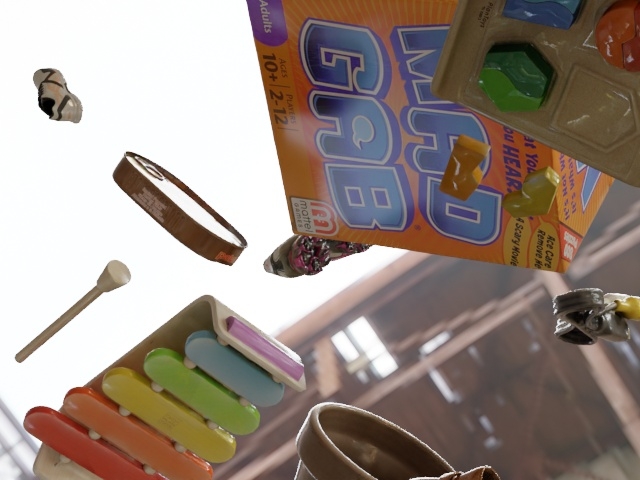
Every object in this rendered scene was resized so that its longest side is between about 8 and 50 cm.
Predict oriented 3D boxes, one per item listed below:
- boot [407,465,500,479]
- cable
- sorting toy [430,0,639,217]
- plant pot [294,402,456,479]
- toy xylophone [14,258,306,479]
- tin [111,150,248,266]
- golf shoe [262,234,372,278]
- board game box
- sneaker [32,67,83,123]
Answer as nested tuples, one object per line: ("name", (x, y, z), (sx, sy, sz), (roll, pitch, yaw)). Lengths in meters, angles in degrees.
("boot", (0.135, 0.416, 2.050), (0.220, 0.109, 0.283), (-24, -128, 32))
("cable", (0.351, 0.088, 2.297), (0.139, 0.072, 0.287), (-8, 163, 28))
("sorting toy", (0.214, -0.128, 1.555), (0.041, 0.229, 0.307), (-58, 168, -48))
("plant pot", (0.046, 0.397, 2.478), (0.229, 0.263, 0.263), (-59, -170, 14))
("toy xylophone", (-0.176, 0.151, 1.735), (0.322, 0.236, 0.081), (-46, -156, 35))
("tin", (-0.161, -0.035, 1.953), (0.040, 0.190, 0.106), (-52, 151, 6))
("golf shoe", (0.000, 0.000, 2.301), (0.086, 0.067, 0.186), (-10, -171, 43))
("board game box", (0.167, -0.227, 2.066), (0.356, 0.356, 0.356), (9, -140, 25))
("sneaker", (-0.333, -0.182, 2.133), (0.044, 0.040, 0.109), (-4, -145, -36))
